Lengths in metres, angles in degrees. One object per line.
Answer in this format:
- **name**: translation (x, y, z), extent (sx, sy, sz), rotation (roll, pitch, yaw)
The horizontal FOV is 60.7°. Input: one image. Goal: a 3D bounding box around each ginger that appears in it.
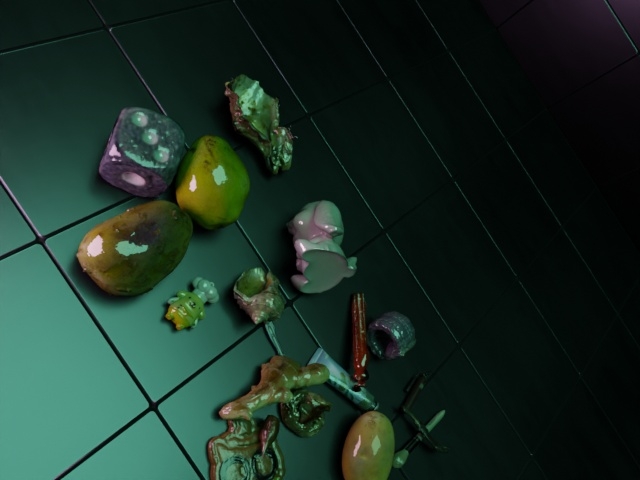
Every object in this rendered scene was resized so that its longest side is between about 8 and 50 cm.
- **ginger**: translation (-0.125, 0.398, 1.503), extent (0.334, 0.081, 0.148), rotation (-25, 63, -40)

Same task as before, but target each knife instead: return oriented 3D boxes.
- **knife**: translation (0.329, 0.608, 1.738), extent (0.222, 0.021, 0.045), rotation (44, 47, -6)
- **knife**: translation (-0.135, 0.287, 1.600), extent (0.031, 0.018, 0.121), rotation (-23, 87, -36)

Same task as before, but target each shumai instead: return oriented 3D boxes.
- **shumai**: translation (-0.046, 0.477, 1.543), extent (0.139, 0.105, 0.123), rotation (38, 54, 16)

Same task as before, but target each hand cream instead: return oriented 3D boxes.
- **hand cream**: translation (0.069, 0.436, 1.661), extent (0.256, 0.055, 0.088), rotation (40, 54, -6)

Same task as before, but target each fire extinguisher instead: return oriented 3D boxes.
- **fire extinguisher**: translation (0.308, 0.494, 1.807), extent (0.049, 0.035, 0.173), rotation (25, 50, 22)

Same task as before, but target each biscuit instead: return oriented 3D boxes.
- **biscuit**: translation (-0.186, 0.586, 1.430), extent (0.209, 0.041, 0.290), rotation (-1, 72, -35)

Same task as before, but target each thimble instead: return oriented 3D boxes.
- **thimble**: translation (0.224, 0.307, 1.749), extent (0.098, 0.150, 0.150), rotation (-29, 89, -41)

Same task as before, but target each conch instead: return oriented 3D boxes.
- **conch**: translation (-0.173, 0.150, 1.560), extent (0.155, 0.130, 0.207), rotation (41, 39, -29)

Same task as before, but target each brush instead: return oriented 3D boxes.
- **brush**: translation (0.320, 0.633, 1.756), extent (0.299, 0.039, 0.042), rotation (-26, 76, -41)

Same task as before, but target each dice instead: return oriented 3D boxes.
- **dice**: translation (-0.480, -0.236, 1.476), extent (0.182, 0.181, 0.183), rotation (21, 63, -26)

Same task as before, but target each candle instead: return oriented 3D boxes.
- **candle**: translation (0.125, 0.307, 1.712), extent (0.051, 0.048, 0.329), rotation (1, 55, -1)

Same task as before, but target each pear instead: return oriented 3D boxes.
- **pear**: translation (-0.305, -0.164, 1.549), extent (0.213, 0.212, 0.269), rotation (-7, 88, -35)

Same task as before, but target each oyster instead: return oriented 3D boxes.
- **oyster**: translation (-0.185, -0.377, 1.764), extent (0.198, 0.133, 0.337), rotation (-39, 97, -40)

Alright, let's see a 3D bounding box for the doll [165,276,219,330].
- **doll**: translation (-0.345, 0.168, 1.479), extent (0.106, 0.062, 0.162), rotation (50, 51, -13)

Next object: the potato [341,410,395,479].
- **potato**: translation (0.140, 0.614, 1.584), extent (0.151, 0.146, 0.233), rotation (11, 62, 3)

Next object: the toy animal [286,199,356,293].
- **toy animal**: translation (0.000, 0.000, 1.699), extent (0.206, 0.271, 0.264), rotation (-2, 46, -6)

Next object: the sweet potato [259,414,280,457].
- **sweet potato**: translation (-0.136, 0.517, 1.442), extent (0.049, 0.049, 0.117), rotation (34, 43, -18)

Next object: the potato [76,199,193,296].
- **potato**: translation (-0.457, 0.014, 1.397), extent (0.210, 0.173, 0.307), rotation (51, 55, -4)
